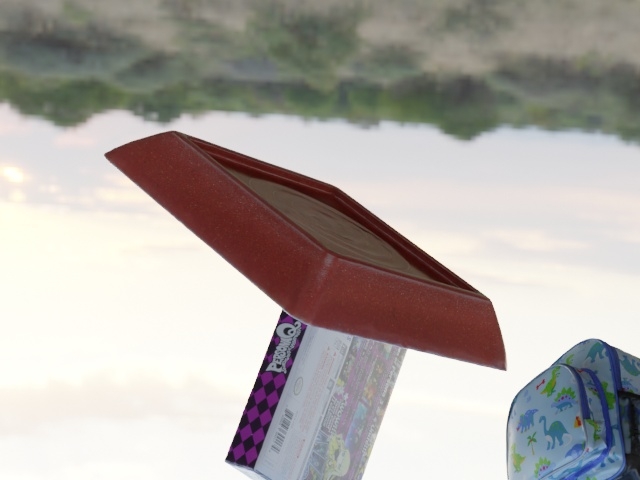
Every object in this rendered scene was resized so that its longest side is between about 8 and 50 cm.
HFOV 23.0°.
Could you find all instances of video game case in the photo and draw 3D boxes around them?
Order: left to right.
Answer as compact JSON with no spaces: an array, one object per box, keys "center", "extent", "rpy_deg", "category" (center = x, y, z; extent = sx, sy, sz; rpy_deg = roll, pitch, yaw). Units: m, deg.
[{"center":[0.007,0.142,1.525],"extent":[0.042,0.232,0.210],"rpy_deg":[11,161,30],"category":"video game case"}]

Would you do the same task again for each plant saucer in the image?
[{"center":[0.000,0.000,1.210],"extent":[0.258,0.048,0.259],"rpy_deg":[17,-163,-48],"category":"plant saucer"}]

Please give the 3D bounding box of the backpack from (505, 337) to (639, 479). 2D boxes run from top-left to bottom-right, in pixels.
[{"center":[0.177,0.125,1.047],"extent":[0.084,0.114,0.105],"rpy_deg":[24,137,-22],"category":"backpack"}]
